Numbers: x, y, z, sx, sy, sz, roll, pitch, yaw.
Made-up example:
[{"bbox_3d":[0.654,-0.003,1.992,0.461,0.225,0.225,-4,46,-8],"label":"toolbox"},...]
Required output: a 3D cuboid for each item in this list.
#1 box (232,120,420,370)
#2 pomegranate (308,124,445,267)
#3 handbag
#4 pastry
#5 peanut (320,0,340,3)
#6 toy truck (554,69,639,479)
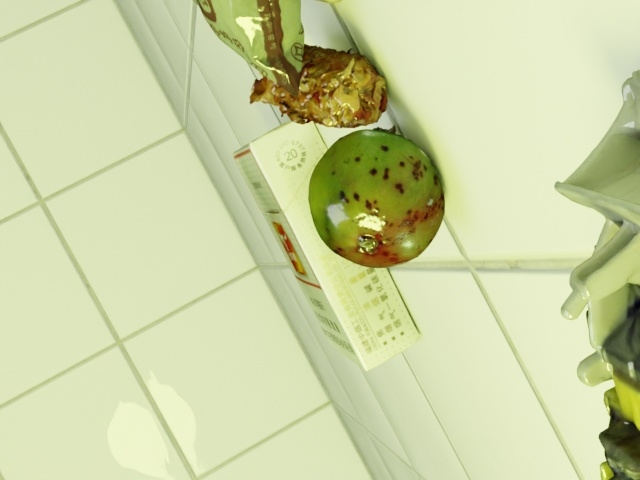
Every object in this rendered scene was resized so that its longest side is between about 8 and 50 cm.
[{"bbox_3d":[0.000,0.000,1.177,0.330,0.095,0.210,64,170,-8],"label":"box"},{"bbox_3d":[0.053,-0.040,0.744,0.130,0.130,0.130,59,170,16],"label":"pomegranate"},{"bbox_3d":[-0.077,-0.266,0.722,0.235,0.127,0.213,88,158,-45],"label":"handbag"},{"bbox_3d":[-0.002,-0.148,0.784,0.169,0.087,0.063,29,131,49],"label":"pastry"},{"bbox_3d":[-0.052,-0.278,0.512,0.120,0.136,0.298,-31,86,36],"label":"peanut"},{"bbox_3d":[0.173,0.071,0.392,0.136,0.111,0.285,-141,29,-70],"label":"toy truck"}]
